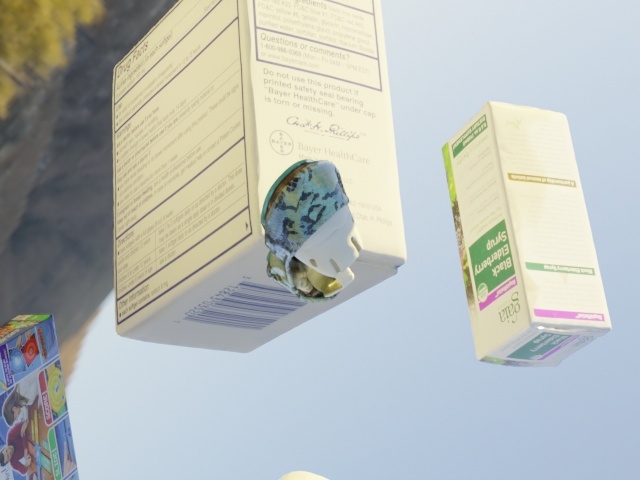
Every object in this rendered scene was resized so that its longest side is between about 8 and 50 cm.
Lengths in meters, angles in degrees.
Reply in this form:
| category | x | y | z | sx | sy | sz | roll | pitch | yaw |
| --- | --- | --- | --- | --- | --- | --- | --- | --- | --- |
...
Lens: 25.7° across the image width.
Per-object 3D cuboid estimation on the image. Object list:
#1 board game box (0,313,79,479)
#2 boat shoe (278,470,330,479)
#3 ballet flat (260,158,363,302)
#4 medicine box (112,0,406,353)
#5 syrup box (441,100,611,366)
| category | x | y | z | sx | sy | sz | roll | pitch | yaw |
| --- | --- | --- | --- | --- | --- | --- | --- | --- | --- |
| board game box | -0.256 | 0.177 | 1.178 | 0.035 | 0.201 | 0.136 | -2 | -167 | 19 |
| boat shoe | -0.031 | 0.308 | 0.944 | 0.119 | 0.121 | 0.335 | -36 | 142 | -46 |
| ballet flat | 0.000 | 0.000 | 0.923 | 0.070 | 0.070 | 0.188 | -51 | 171 | -10 |
| medicine box | -0.066 | -0.077 | 1.261 | 0.263 | 0.149 | 0.289 | -32 | -125 | 50 |
| syrup box | 0.194 | -0.005 | 1.344 | 0.093 | 0.096 | 0.237 | 134 | -44 | -54 |
